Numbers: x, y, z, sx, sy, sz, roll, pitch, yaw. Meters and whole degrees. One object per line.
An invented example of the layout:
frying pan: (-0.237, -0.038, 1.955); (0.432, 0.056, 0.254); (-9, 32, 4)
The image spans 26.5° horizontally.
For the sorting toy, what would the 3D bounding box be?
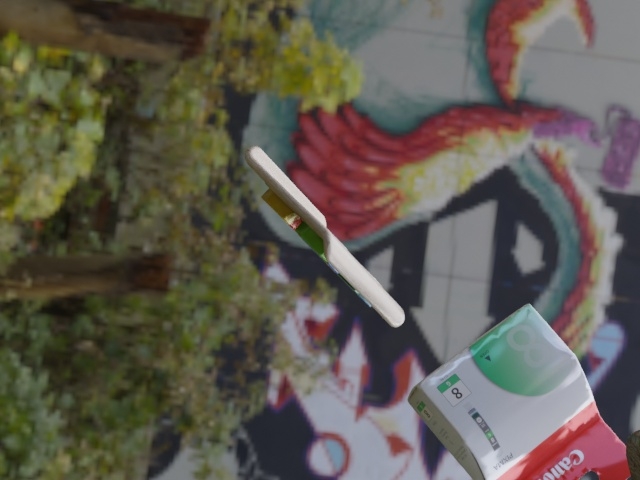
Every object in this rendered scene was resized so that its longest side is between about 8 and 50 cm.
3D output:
sorting toy: (0.000, 0.000, 1.574); (0.193, 0.038, 0.208); (46, 4, -48)

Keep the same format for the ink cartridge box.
ink cartridge box: (0.236, 0.207, 1.522); (0.181, 0.224, 0.056); (-33, 162, -26)

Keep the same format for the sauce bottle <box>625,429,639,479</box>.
sauce bottle: (0.507, 0.199, 1.491); (0.111, 0.344, 0.111); (159, -90, -79)
